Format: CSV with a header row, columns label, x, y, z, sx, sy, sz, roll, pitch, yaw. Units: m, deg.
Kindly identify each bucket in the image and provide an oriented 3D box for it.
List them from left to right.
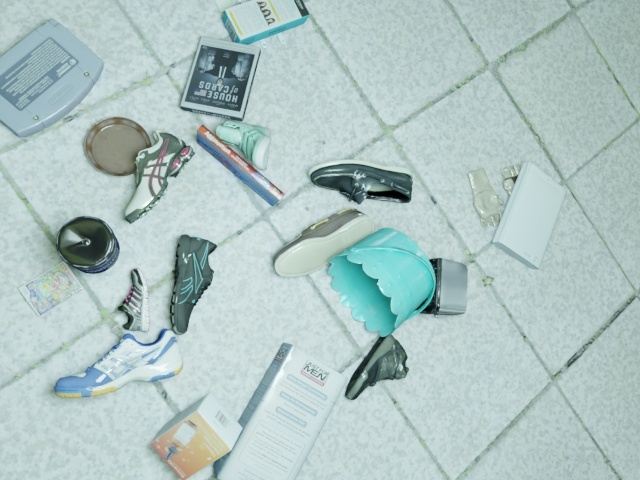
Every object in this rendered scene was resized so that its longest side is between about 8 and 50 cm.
label,x,y,z,sx,sy,sz,roll,pitch,yaw
bucket,0.175,0.110,1.410,0.183,0.281,0.281,-36,94,-24

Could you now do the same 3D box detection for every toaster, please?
label,x,y,z,sx,sy,sz,roll,pitch,yaw
toaster,0.350,0.148,1.507,0.110,0.168,0.185,8,79,-17

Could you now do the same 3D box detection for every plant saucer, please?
label,x,y,z,sx,sy,sz,roll,pitch,yaw
plant saucer,-0.544,-0.250,1.354,0.169,0.029,0.168,3,80,-18

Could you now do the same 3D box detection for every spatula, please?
label,x,y,z,sx,sy,sz,roll,pitch,yaw
spatula,-0.212,-0.691,1.532,0.168,0.019,0.241,-27,91,-20

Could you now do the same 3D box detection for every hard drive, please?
label,x,y,z,sx,sy,sz,roll,pitch,yaw
hard drive,0.715,-0.084,1.700,0.203,0.040,0.307,30,76,-21

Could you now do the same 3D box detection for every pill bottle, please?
label,x,y,z,sx,sy,sz,roll,pitch,yaw
pill bottle,-0.552,0.017,1.209,0.123,0.219,0.122,3,81,-17

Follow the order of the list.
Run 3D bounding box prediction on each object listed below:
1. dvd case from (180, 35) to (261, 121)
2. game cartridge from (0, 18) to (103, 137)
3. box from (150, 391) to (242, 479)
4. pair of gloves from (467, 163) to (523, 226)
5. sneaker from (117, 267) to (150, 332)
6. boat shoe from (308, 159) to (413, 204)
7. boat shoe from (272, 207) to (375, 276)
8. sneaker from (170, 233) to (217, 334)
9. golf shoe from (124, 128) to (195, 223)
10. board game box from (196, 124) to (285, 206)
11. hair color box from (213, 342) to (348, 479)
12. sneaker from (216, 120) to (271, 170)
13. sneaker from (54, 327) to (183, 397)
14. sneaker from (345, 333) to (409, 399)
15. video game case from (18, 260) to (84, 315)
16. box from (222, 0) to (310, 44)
label,x,y,z,sx,sy,sz,roll,pitch,yaw
dvd case,-0.284,-0.465,1.436,0.180,0.029,0.238,11,73,0
game cartridge,-0.729,-0.417,1.308,0.198,0.062,0.297,43,72,-12
box,-0.307,0.487,1.246,0.171,0.091,0.130,-38,95,15
pair of gloves,0.622,-0.155,1.707,0.240,0.042,0.203,-8,85,-18
sneaker,-0.485,0.156,1.293,0.075,0.063,0.170,-4,88,-25
boat shoe,0.130,-0.161,1.506,0.341,0.127,0.112,3,69,-27
boat shoe,0.000,0.000,1.456,0.325,0.097,0.116,-27,131,-16
sneaker,-0.338,0.117,1.328,0.106,0.101,0.267,8,80,-19
golf shoe,-0.452,-0.168,1.327,0.120,0.105,0.272,37,64,-21
board game box,-0.224,-0.201,1.387,0.281,0.145,0.027,40,78,-9
hair color box,-0.105,0.484,1.340,0.185,0.114,0.374,34,74,-11
sneaker,-0.213,-0.261,1.367,0.151,0.256,0.094,9,113,-11
sneaker,-0.500,0.299,1.244,0.297,0.112,0.130,-10,90,-29
sneaker,0.175,0.392,1.457,0.130,0.087,0.227,43,66,-1
video game case,-0.679,0.121,1.264,0.122,0.011,0.087,-35,94,-19
box,-0.163,-0.674,1.508,0.244,0.060,0.100,-28,95,-20
